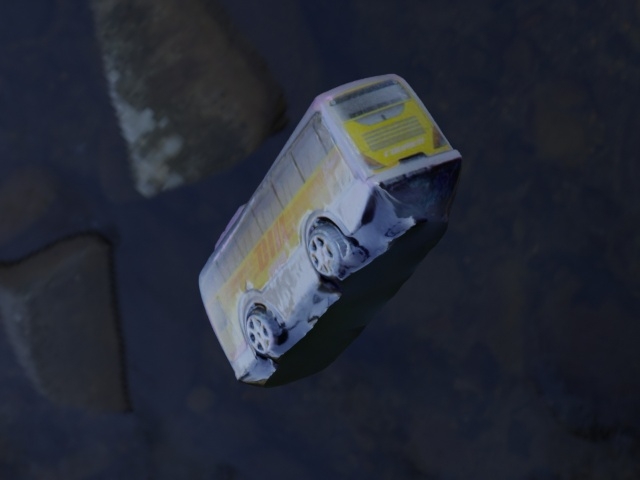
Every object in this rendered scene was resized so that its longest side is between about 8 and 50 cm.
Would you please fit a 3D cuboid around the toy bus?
[{"bbox_3d":[0.000,0.000,0.736,0.072,0.057,0.172,60,146,17],"label":"toy bus"}]
